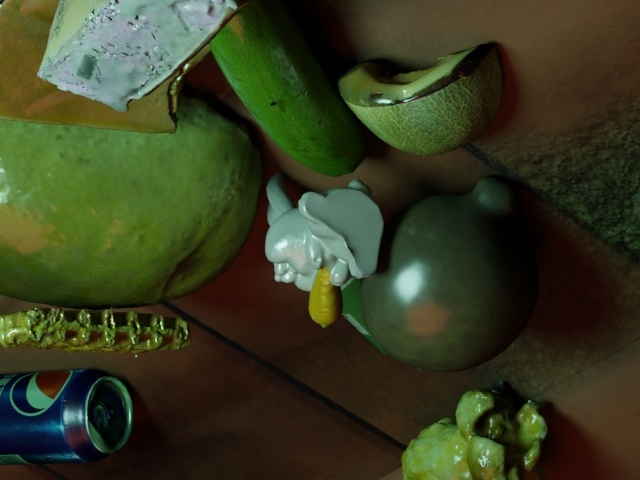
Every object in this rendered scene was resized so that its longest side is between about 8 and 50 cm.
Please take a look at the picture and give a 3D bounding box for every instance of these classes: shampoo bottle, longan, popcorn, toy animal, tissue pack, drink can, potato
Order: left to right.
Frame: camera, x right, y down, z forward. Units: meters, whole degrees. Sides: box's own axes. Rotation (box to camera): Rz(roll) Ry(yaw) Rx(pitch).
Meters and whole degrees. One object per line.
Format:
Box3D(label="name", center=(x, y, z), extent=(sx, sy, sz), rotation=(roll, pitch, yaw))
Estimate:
Box3D(label="drink can", center=(-0.338, 0.219, 2.266), extent=(0.204, 0.118, 0.118), rotation=(-5, 137, 29))
Box3D(label="potato", center=(-0.216, -0.019, 1.822), extent=(0.280, 0.213, 0.330), rotation=(13, 145, 10))
Box3D(label="tissue pack", center=(-0.104, -0.242, 1.442), extent=(0.123, 0.257, 0.215), rotation=(30, 143, -19))
Box3D(label="toy animal", center=(0.000, 0.000, 1.783), extent=(0.131, 0.127, 0.181), rotation=(45, 153, -16))
Box3D(label="shampoo bottle", center=(0.054, 0.066, 1.937), extent=(0.065, 0.065, 0.204), rotation=(-15, 132, 38))
Box3D(label="longan", center=(0.132, 0.032, 1.781), extent=(0.185, 0.204, 0.159), rotation=(13, -161, -40))
Box3D(label="popcorn", center=(0.187, 0.263, 2.049), extent=(0.168, 0.173, 0.195), rotation=(39, 137, -4))

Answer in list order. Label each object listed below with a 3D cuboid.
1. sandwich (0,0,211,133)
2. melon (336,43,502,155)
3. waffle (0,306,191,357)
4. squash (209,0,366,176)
Box3D(label="sandwich", center=(-0.220, -0.159, 1.681), extent=(0.212, 0.063, 0.245), rotation=(38, 112, -23))
Box3D(label="melon", center=(0.095, -0.115, 1.664), extent=(0.160, 0.079, 0.128), rotation=(-8, 134, 32))
Box3D(label="waffle", center=(-0.231, 0.090, 1.822), extent=(0.160, 0.046, 0.192), rotation=(0, 174, 17))
Box3D(label="squash", center=(-0.036, -0.147, 1.663), extent=(0.082, 0.082, 0.292), rotation=(-2, 145, 27))
